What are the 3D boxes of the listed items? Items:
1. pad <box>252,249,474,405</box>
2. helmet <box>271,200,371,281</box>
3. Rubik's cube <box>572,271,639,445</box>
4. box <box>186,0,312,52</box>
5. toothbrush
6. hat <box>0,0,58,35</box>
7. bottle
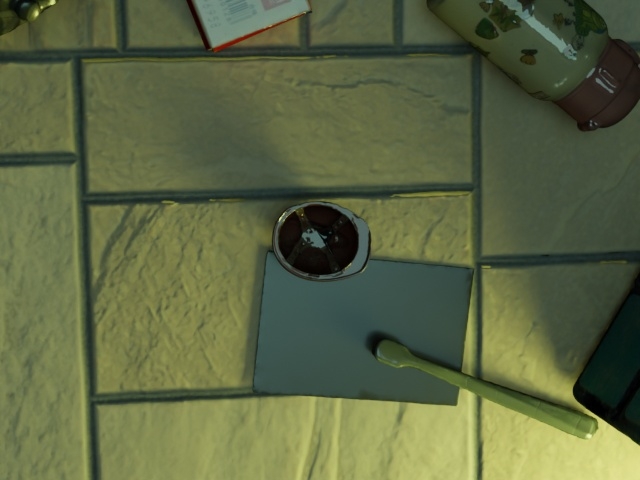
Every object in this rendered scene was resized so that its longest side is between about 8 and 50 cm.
[{"bbox_3d":[0.050,0.102,1.515,0.245,0.006,0.170,5,97,-9],"label":"pad"},{"bbox_3d":[0.000,0.000,1.468,0.111,0.057,0.089,11,93,-4],"label":"helmet"},{"bbox_3d":[0.516,0.146,1.427,0.313,0.318,0.316,30,91,-11],"label":"Rubik's cube"},{"bbox_3d":[-0.107,-0.331,1.414,0.123,0.050,0.229,-23,99,-6],"label":"box"},{"bbox_3d":[0.194,0.174,1.530,0.297,0.030,0.030,21,84,-13],"label":"toothbrush"},{"bbox_3d":[-0.415,-0.391,1.295,0.366,0.257,0.382,-42,120,-3],"label":"hat"},{"bbox_3d":[0.246,-0.225,1.443,0.253,0.120,0.120,37,91,-12],"label":"bottle"}]
